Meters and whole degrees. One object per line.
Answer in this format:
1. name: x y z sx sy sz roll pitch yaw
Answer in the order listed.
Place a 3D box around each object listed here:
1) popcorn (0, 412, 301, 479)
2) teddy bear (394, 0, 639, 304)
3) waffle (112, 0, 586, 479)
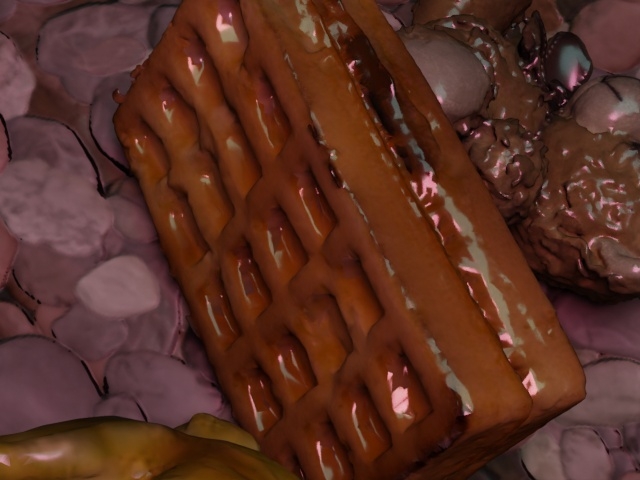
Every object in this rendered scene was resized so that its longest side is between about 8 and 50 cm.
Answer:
1. popcorn: -0.083 0.196 0.776 0.277 0.276 0.225 6 91 -13
2. teddy bear: 0.144 -0.059 1.045 0.256 0.156 0.267 28 29 5
3. waffle: 0.000 0.000 0.929 0.098 0.224 0.327 -12 67 -36
